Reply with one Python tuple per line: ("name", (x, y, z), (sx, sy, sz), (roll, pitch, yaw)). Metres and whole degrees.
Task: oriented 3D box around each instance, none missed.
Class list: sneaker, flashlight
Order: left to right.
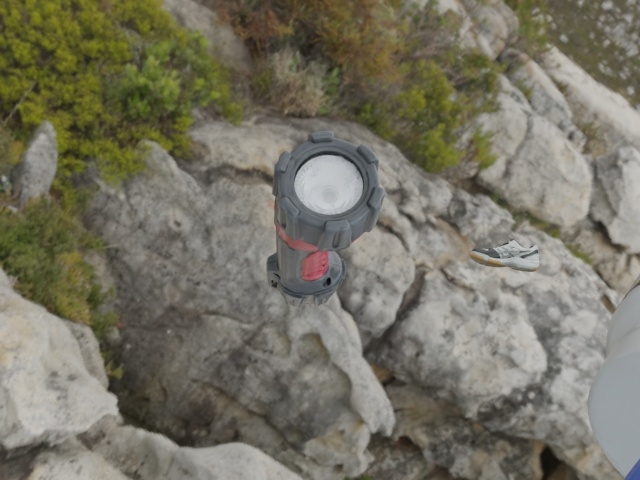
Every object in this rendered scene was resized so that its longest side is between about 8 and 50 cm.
("flashlight", (0.000, 0.000, 0.663), (0.103, 0.304, 0.103), (-40, 75, -15))
("sneaker", (0.225, 0.015, 0.749), (0.083, 0.037, 0.032), (9, -9, 3))

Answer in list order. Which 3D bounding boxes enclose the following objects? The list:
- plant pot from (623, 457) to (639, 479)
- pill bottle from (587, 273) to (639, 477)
("plant pot", (0.199, 0.204, 0.163), (0.212, 0.236, 0.236), (41, -8, -7))
("pill bottle", (0.447, 0.092, 0.650), (0.224, 0.224, 0.392), (49, 48, 10))
